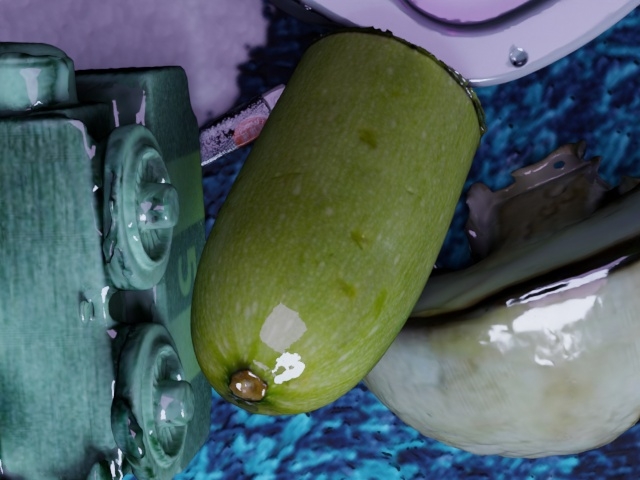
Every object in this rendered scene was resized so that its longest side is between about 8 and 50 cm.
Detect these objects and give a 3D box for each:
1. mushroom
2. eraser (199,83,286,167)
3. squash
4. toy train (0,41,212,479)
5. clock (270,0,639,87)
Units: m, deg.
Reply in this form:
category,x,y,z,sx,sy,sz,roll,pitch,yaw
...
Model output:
category,x,y,z,sx,sy,sz,roll,pitch,yaw
mushroom,0.152,0.055,0.856,0.267,0.189,0.164,-23,113,0
eraser,-0.062,-0.075,0.912,0.099,0.019,0.027,-29,98,2
squash,0.000,0.000,0.778,0.132,0.132,0.247,31,56,-6
toy train,-0.146,0.026,0.813,0.167,0.238,0.299,0,101,10
clock,0.094,-0.266,0.846,0.338,0.102,0.339,0,98,-2
